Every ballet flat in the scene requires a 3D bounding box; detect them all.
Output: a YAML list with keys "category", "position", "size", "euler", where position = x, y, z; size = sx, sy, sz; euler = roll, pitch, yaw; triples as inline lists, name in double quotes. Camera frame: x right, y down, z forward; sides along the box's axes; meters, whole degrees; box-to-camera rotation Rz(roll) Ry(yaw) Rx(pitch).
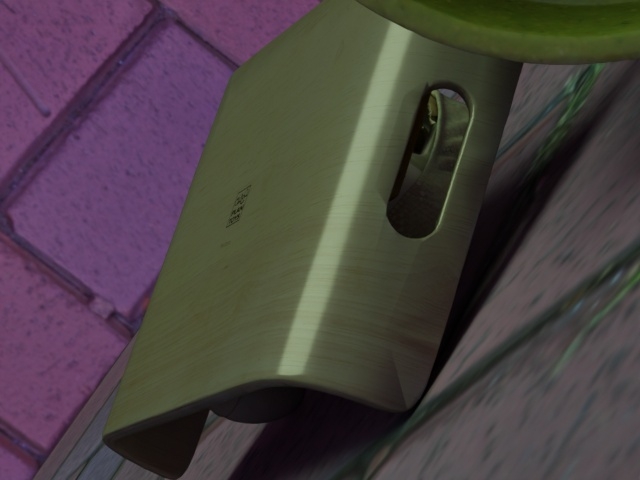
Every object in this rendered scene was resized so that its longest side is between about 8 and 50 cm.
- category: "ballet flat"
  position: [0.047, -0.031, 0.977]
  size: [0.057, 0.052, 0.168]
  euler: [-49, 7, 31]

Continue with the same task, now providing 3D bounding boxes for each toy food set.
- category: "toy food set"
  position: [0.000, 0.000, 0.898]
  size: [0.306, 0.092, 0.220]
  euler: [-27, 42, 63]

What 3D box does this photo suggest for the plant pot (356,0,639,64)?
- category: "plant pot"
  position: [0.117, -0.219, 0.739]
  size: [0.276, 0.276, 0.254]
  euler: [-50, -5, 18]
